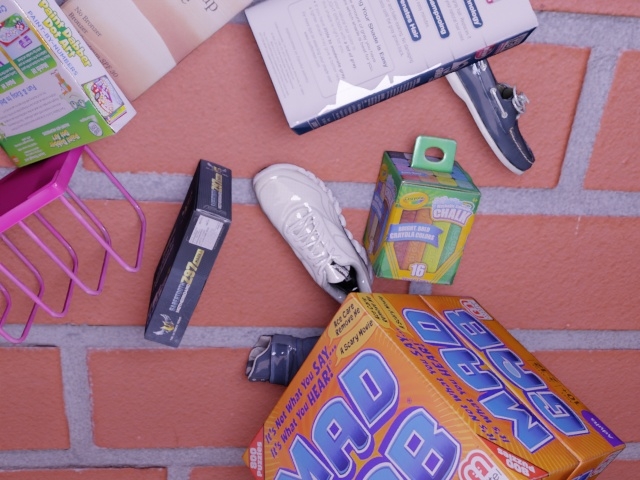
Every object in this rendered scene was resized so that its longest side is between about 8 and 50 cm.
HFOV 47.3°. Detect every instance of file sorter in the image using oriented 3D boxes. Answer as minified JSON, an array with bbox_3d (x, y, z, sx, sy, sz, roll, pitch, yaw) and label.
[{"bbox_3d":[-0.425,0.014,1.069,0.290,0.202,0.182,-30,119,9],"label":"file sorter"}]

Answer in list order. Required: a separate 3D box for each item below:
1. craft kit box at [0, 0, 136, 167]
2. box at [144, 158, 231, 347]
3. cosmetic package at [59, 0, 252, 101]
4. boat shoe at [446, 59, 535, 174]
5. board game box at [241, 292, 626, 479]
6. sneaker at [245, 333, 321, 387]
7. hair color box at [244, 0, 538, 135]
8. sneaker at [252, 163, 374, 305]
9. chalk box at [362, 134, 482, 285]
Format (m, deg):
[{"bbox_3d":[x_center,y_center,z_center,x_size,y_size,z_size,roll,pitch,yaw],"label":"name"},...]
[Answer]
[{"bbox_3d":[-0.399,-0.225,0.953,0.249,0.061,0.247,-8,124,39],"label":"craft kit box"},{"bbox_3d":[-0.200,0.016,1.108,0.059,0.183,0.233,20,115,-16],"label":"box"},{"bbox_3d":[-0.181,-0.339,0.950,0.296,0.129,0.153,-38,114,12],"label":"cosmetic package"},{"bbox_3d":[0.263,-0.211,1.099,0.079,0.095,0.254,-31,109,22],"label":"boat shoe"},{"bbox_3d":[0.170,0.333,1.154,0.356,0.356,0.356,6,123,-48],"label":"board game box"},{"bbox_3d":[-0.051,0.256,1.315,0.163,0.086,0.226,1,124,-1],"label":"sneaker"},{"bbox_3d":[0.093,-0.289,0.989,0.347,0.105,0.174,-21,90,5],"label":"hair color box"},{"bbox_3d":[0.000,0.000,1.164,0.110,0.118,0.292,-34,116,13],"label":"sneaker"},{"bbox_3d":[0.159,-0.056,1.143,0.132,0.132,0.213,6,117,-11],"label":"chalk box"}]
